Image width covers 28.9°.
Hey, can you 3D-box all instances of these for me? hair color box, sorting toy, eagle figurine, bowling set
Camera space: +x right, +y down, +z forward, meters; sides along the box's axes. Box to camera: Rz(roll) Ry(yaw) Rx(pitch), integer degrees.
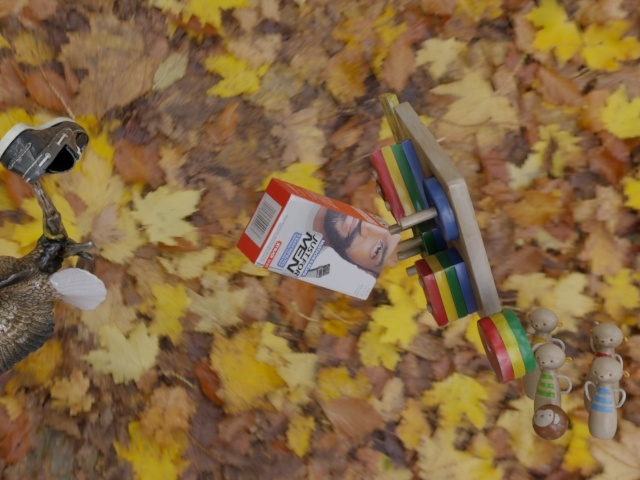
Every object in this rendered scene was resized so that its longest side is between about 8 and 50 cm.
[{"bbox_3d":[0.000,0.000,1.407,0.167,0.053,0.093,18,106,-38],"label":"hair color box"},{"bbox_3d":[0.075,-0.016,0.898,0.046,0.274,0.132,-21,123,-2],"label":"sorting toy"},{"bbox_3d":[-0.493,0.077,1.871,0.298,0.225,0.226,-42,101,-23],"label":"eagle figurine"},{"bbox_3d":[0.404,0.213,1.887,0.287,0.200,0.154,10,106,31],"label":"bowling set"}]

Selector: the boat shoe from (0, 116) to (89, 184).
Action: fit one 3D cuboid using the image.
[{"bbox_3d":[-0.377,-0.121,1.743,0.079,0.233,0.084,35,103,4],"label":"boat shoe"}]
